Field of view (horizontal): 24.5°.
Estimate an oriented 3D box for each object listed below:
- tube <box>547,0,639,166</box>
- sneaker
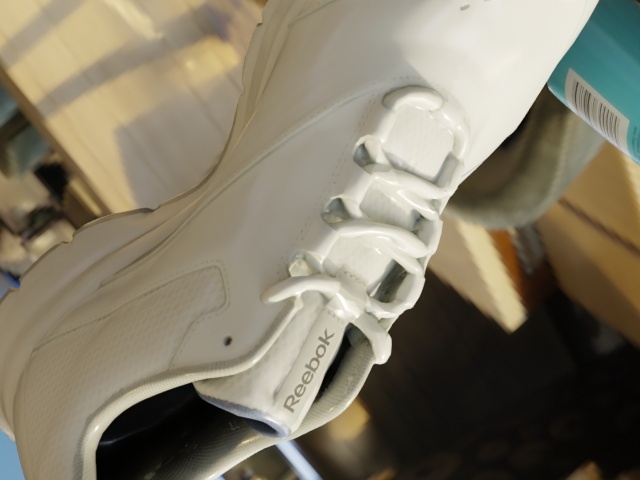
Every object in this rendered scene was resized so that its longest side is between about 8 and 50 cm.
[{"bbox_3d":[0.167,-0.019,0.569,0.080,0.052,0.207,23,-157,-49],"label":"tube"},{"bbox_3d":[0.000,0.000,0.525,0.111,0.297,0.129,33,-165,-31],"label":"sneaker"}]
